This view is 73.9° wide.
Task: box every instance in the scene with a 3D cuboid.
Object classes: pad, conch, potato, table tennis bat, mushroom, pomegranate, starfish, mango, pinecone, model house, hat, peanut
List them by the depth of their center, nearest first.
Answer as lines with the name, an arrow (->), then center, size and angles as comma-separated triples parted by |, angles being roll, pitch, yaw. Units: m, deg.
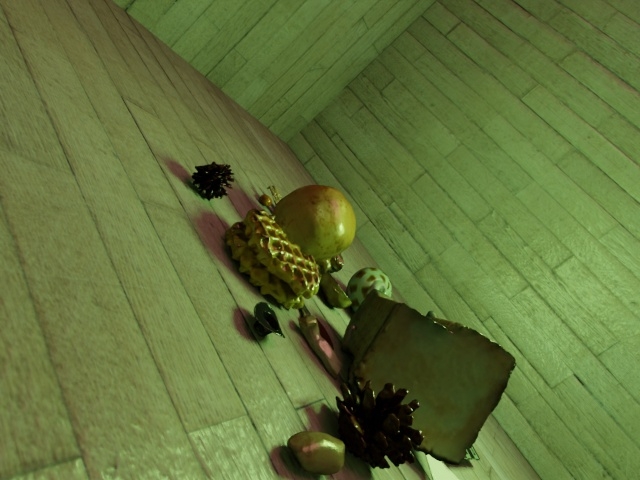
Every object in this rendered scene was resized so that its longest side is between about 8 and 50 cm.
peanut -> -0.007, 0.412, 0.830 | 0.152, 0.076, 0.076 | 33, 19, -38
pinecone -> 0.143, 0.436, 1.022 | 0.203, 0.201, 0.229 | -95, 170, -47
hat -> -0.136, 0.208, 1.050 | 0.121, 0.050, 0.121 | 49, 7, -8
mushroom -> 0.004, 0.308, 1.240 | 0.059, 0.054, 0.202 | -23, 77, -39
table tennis bat -> -0.027, 0.265, 1.348 | 0.221, 0.019, 0.130 | 57, 15, 27
pinecone -> -0.344, -0.192, 1.366 | 0.140, 0.140, 0.121 | -64, 146, -77
pad -> 0.419, 0.787, 1.383 | 0.232, 0.004, 0.156 | 47, 12, -13
model house -> 0.297, 0.405, 1.411 | 0.444, 0.396, 0.400 | 30, -2, -7
pomegranate -> -0.018, -0.039, 1.641 | 0.342, 0.342, 0.342 | 47, 12, -13
potato -> 0.039, 0.193, 1.680 | 0.200, 0.081, 0.164 | 53, 0, 38
mango -> -0.243, -0.182, 1.889 | 0.060, 0.046, 0.089 | 43, 9, -27
conch -> 0.217, 0.246, 1.894 | 0.368, 0.196, 0.250 | 25, 63, -73
starfish -> -0.152, -0.109, 1.959 | 0.302, 0.060, 0.299 | 54, 5, -38

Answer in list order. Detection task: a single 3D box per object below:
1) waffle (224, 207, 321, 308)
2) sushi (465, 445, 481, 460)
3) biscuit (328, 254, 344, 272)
waffle -> -0.138, 0.052, 1.296 | 0.324, 0.151, 0.261 | 43, 11, -10
sushi -> 0.475, 0.711, 1.690 | 0.359, 0.064, 0.343 | 38, 21, -49
biscuit -> 0.000, 0.000, 1.961 | 0.332, 0.103, 0.332 | 58, 8, -14
